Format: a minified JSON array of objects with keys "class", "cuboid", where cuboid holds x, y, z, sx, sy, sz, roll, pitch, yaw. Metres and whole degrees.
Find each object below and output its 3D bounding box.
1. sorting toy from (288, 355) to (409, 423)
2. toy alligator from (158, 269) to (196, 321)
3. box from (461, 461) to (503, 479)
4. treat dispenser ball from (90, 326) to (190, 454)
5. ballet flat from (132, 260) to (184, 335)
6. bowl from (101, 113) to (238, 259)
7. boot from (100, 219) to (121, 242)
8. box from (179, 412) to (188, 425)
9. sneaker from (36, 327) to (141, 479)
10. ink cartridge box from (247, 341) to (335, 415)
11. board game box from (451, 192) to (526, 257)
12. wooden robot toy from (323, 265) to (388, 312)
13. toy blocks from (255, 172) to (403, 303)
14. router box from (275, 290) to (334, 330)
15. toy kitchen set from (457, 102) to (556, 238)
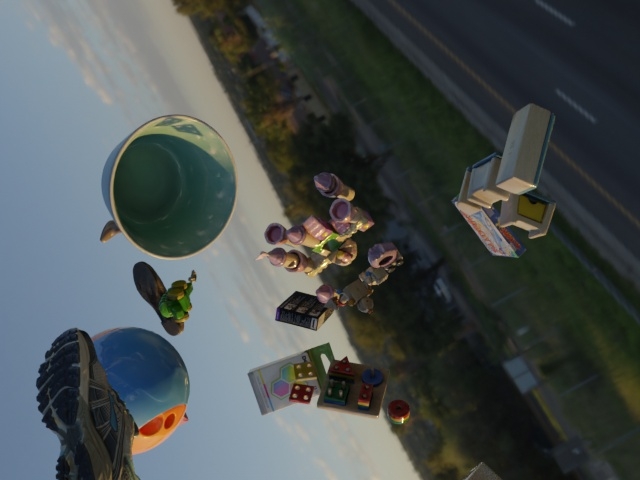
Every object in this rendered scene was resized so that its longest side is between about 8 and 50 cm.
[{"class":"sorting toy","cuboid":[0.062,0.302,1.702,0.132,0.274,0.046,-67,-20,-48]},{"class":"toy alligator","cuboid":[-0.267,0.103,1.484,0.190,0.051,0.056,-93,-6,-69]},{"class":"box","cuboid":[0.419,0.638,1.723,0.311,0.121,0.148,42,163,14]},{"class":"treat dispenser ball","cuboid":[-0.440,0.339,1.805,0.288,0.288,0.288,61,180,1]},{"class":"ballet flat","cuboid":[-0.479,0.170,2.393,0.250,0.084,0.058,59,-150,-5]},{"class":"bowl","cuboid":[-0.354,-0.122,1.756,0.163,0.311,0.311,12,139,48]},{"class":"boot","cuboid":[-0.562,-0.036,2.267,0.087,0.118,0.042,14,153,30]},{"class":"box","cuboid":[-0.567,0.522,2.720,0.257,0.128,0.122,60,176,25]},{"class":"sneaker","cuboid":[-0.348,0.273,1.224,0.122,0.110,0.283,13,-123,-54]},{"class":"ink cartridge box","cuboid":[-0.060,0.332,1.923,0.062,0.209,0.109,142,109,-89]},{"class":"board game box","cuboid":[0.451,-0.043,2.148,0.201,0.035,0.136,50,168,-12]},{"class":"wooden robot toy","cuboid":[0.093,0.131,1.789,0.079,0.173,0.076,50,145,17]},{"class":"toy blocks","cuboid":[0.000,0.000,2.175,0.260,0.288,0.309,20,-147,-58]},{"class":"router box","cuboid":[-0.043,0.209,2.397,0.179,0.133,0.046,-36,-43,-68]},{"class":"toy kitchen set","cuboid":[0.331,-0.099,1.243,0.166,0.122,0.207,20,166,-12]}]
